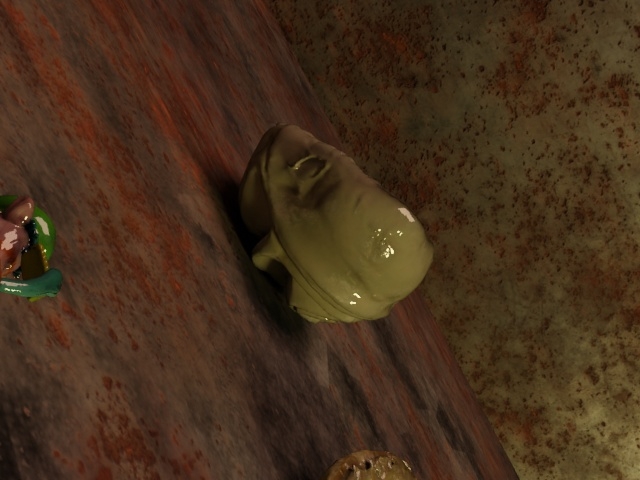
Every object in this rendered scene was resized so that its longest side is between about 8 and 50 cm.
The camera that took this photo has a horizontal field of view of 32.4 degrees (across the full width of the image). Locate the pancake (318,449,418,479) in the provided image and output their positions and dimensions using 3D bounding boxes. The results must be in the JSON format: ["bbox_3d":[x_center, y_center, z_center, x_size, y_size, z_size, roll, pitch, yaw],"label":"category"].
[{"bbox_3d":[0.091,0.434,1.310,0.387,0.082,0.387,47,26,-31],"label":"pancake"}]

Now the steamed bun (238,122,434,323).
[{"bbox_3d":[-0.001,-0.002,1.665,0.324,0.219,0.310,39,-8,10],"label":"steamed bun"}]

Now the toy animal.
[{"bbox_3d":[-0.245,0.013,0.811,0.103,0.100,0.208,23,-1,0],"label":"toy animal"}]
